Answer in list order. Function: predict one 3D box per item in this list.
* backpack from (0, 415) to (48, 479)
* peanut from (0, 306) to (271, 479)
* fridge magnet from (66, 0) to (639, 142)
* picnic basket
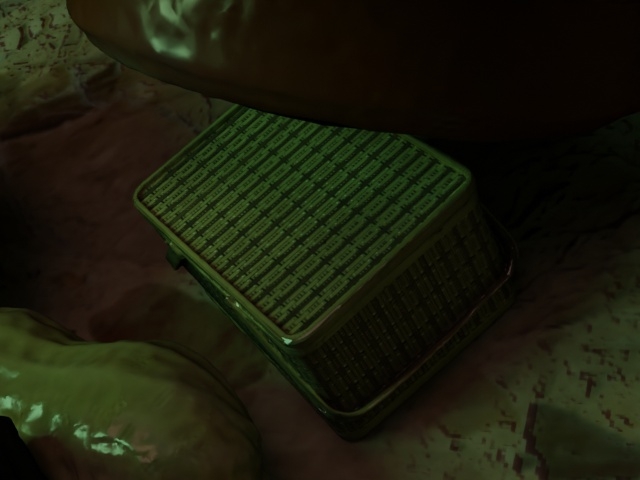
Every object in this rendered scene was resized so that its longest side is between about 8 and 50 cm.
[{"bbox_3d":[-0.188,0.182,0.444,0.258,0.133,0.206,-34,77,11],"label":"backpack"},{"bbox_3d":[-0.111,0.081,0.529,0.214,0.090,0.099,11,53,34],"label":"peanut"},{"bbox_3d":[0.028,-0.146,0.523,0.363,0.155,0.364,7,22,-3],"label":"fridge magnet"},{"bbox_3d":[0.000,0.000,0.545,0.115,0.079,0.164,-43,46,-10],"label":"picnic basket"}]
